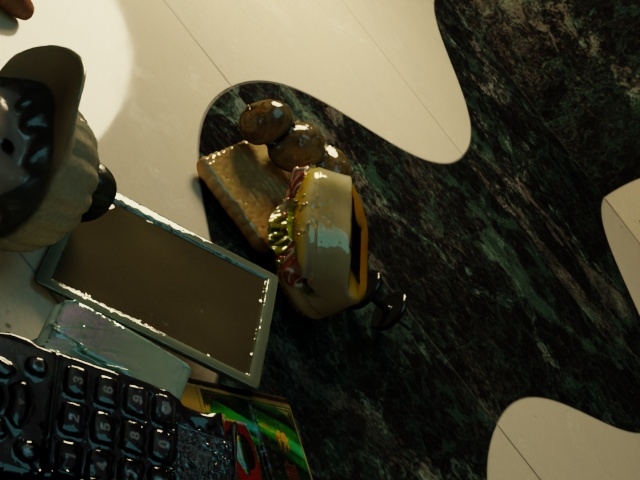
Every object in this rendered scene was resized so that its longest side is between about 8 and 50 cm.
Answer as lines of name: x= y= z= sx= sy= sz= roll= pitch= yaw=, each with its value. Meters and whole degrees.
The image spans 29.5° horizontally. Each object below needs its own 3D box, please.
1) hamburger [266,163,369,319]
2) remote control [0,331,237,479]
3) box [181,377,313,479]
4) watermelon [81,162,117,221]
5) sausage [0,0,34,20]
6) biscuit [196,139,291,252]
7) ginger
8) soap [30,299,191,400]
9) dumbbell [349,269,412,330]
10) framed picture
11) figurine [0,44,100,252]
hamburger: x=0.000 y=0.000 z=1.653 sx=0.173 sy=0.116 sz=0.210 roll=65 pitch=22 yaw=-52
remote control: x=-0.247 y=0.137 z=0.965 sx=0.398 sy=0.062 sz=0.145 roll=23 pitch=42 yaw=-26
box: x=-0.112 y=0.231 z=1.272 sx=0.240 sy=0.071 sz=0.159 roll=20 pitch=38 yaw=-46
watermelon: x=-0.280 y=-0.059 z=1.337 sx=0.110 sy=0.078 sz=0.078 roll=9 pitch=39 yaw=-8
sausage: x=-0.425 y=-0.318 z=1.475 sx=0.186 sy=0.043 sz=0.043 roll=20 pitch=41 yaw=-47
biscuit: x=-0.077 y=-0.073 z=1.741 sx=0.160 sy=0.030 sz=0.249 roll=53 pitch=26 yaw=1
ginger: x=-0.034 y=-0.132 z=1.757 sx=0.204 sy=0.080 sz=0.104 roll=42 pitch=34 yaw=-27
soap: x=-0.220 y=0.185 z=1.064 sx=0.150 sy=0.094 sz=0.261 roll=28 pitch=40 yaw=-11
dumbbell: x=0.081 y=0.087 z=1.755 sx=0.147 sy=0.069 sz=0.069 roll=40 pitch=29 yaw=-25
framed picture: x=-0.178 y=0.047 z=1.382 sx=0.274 sy=0.017 sz=0.217 roll=29 pitch=32 yaw=-12
figurine: x=-0.374 y=-0.079 z=1.168 sx=0.332 sy=0.204 sz=0.185 roll=-7 pitch=60 yaw=-27
